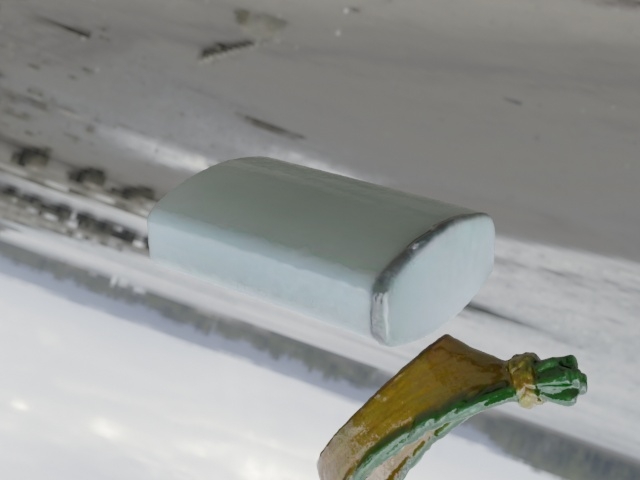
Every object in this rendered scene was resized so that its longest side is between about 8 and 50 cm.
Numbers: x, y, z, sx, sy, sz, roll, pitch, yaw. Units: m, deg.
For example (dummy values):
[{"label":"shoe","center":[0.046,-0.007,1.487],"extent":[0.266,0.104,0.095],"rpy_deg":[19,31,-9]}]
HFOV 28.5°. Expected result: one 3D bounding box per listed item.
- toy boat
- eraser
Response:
[{"label":"toy boat","center":[0.071,0.132,0.828],"extent":[0.088,0.229,0.089],"rpy_deg":[50,-151,16]},{"label":"eraser","center":[0.000,0.000,1.197],"extent":[0.290,0.104,0.189],"rpy_deg":[17,-146,37]}]
